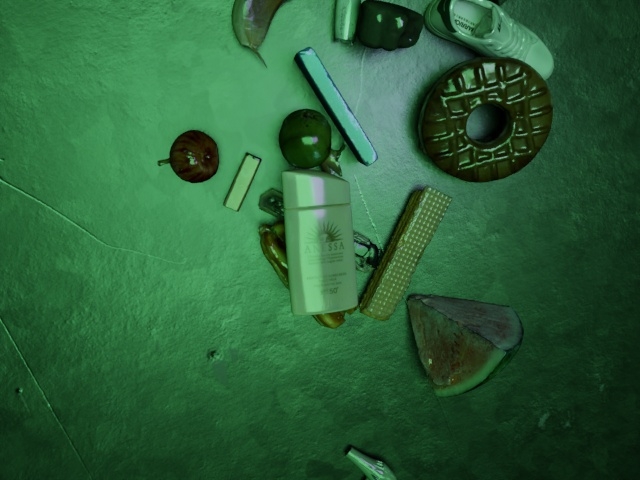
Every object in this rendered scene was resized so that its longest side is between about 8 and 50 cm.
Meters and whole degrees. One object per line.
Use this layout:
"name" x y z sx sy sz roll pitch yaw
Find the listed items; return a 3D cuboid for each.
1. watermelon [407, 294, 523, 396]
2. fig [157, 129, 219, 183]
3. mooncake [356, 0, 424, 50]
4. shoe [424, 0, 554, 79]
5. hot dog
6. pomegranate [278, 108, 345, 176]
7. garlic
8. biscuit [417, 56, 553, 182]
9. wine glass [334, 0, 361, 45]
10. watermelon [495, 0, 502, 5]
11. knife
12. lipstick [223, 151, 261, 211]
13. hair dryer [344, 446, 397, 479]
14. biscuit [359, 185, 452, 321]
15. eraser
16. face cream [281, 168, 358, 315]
"watermelon" 0.390 0.266 1.614 0.251 0.292 0.283 12 131 -48
"fig" -0.313 -0.190 1.433 0.128 0.128 0.150 39 122 -12
"mooncake" 0.168 -0.506 1.403 0.175 0.168 0.104 -6 118 -31
"shoe" 0.439 -0.501 1.448 0.363 0.160 0.131 23 97 -10
"hot dog" -0.036 0.078 1.525 0.135 0.100 0.337 -42 104 -7
"pomegranate" -0.013 -0.231 1.448 0.131 0.152 0.191 -31 122 31
"garlic" -0.148 -0.529 1.405 0.129 0.090 0.198 18 93 -23
"biscuit" 0.410 -0.296 1.473 0.333 0.103 0.331 0 118 0
"wine glass" 0.073 -0.604 1.429 0.074 0.074 0.262 6 100 -9
"watermelon" 0.451 -0.727 1.430 0.302 0.151 0.264 -30 100 -19
"knife" 0.003 -0.024 1.538 0.366 0.043 0.089 29 96 -11
"lipstick" -0.196 -0.147 1.487 0.045 0.045 0.145 24 96 -13
"hair dryer" 0.099 0.678 1.688 0.199 0.067 0.167 -38 94 16
"biscuit" 0.218 0.037 1.562 0.094 0.054 0.378 22 97 -26
"eraser" 0.039 -0.322 1.436 0.043 0.144 0.311 -33 103 2
"face cream" 0.000 0.000 1.433 0.174 0.081 0.348 -5 95 -18
